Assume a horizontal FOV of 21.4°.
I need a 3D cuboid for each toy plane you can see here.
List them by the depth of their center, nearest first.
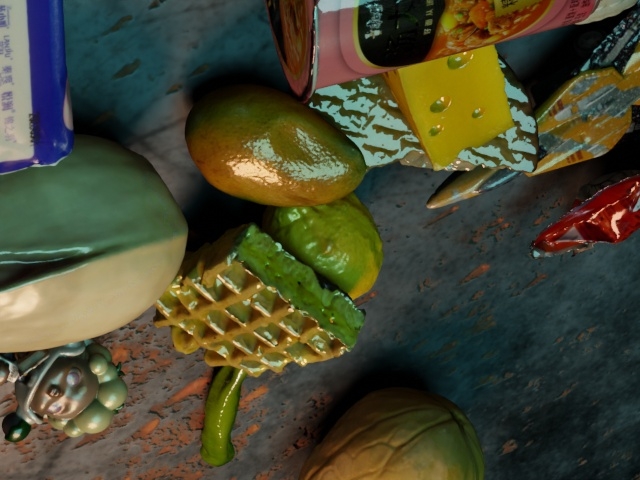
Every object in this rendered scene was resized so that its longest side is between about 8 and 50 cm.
[{"bbox_3d":[0.239,-0.123,1.691,0.316,0.103,0.204,-25,135,3],"label":"toy plane"}]

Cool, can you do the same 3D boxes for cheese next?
[{"bbox_3d":[0.113,-0.146,1.554,0.093,0.126,0.171,-32,129,-3],"label":"cheese"}]

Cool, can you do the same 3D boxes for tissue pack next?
[{"bbox_3d":[-0.303,-0.178,1.315,0.209,0.137,0.270,-14,137,-18],"label":"tissue pack"}]

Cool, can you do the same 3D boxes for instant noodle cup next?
[{"bbox_3d":[0.085,-0.242,1.363,0.255,0.244,0.244,-9,133,-9],"label":"instant noodle cup"}]

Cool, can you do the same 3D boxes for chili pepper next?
[{"bbox_3d":[-0.090,0.161,1.793,0.052,0.050,0.202,-42,161,-52],"label":"chili pepper"}]

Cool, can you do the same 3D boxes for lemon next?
[{"bbox_3d":[0.000,0.000,1.651,0.114,0.114,0.155,-35,136,4],"label":"lemon"}]

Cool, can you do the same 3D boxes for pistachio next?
[{"bbox_3d":[-0.261,0.007,1.462,0.299,0.187,0.187,-11,133,-25],"label":"pistachio"}]

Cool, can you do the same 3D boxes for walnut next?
[{"bbox_3d":[0.077,0.268,1.888,0.225,0.193,0.193,-43,135,12],"label":"walnut"}]

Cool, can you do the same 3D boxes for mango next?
[{"bbox_3d":[-0.046,-0.082,1.552,0.165,0.089,0.115,26,136,-24],"label":"mango"}]

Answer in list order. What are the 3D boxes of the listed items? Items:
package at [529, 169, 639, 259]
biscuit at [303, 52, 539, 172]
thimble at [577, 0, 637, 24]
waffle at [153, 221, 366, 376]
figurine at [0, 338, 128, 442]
[{"bbox_3d":[0.344,-0.057,1.764,0.269,0.071,0.194,-32,174,28],"label":"package"},{"bbox_3d":[0.104,-0.117,1.608,0.228,0.031,0.176,39,93,-19],"label":"biscuit"},{"bbox_3d":[0.253,-0.264,1.562,0.115,0.102,0.090,-27,138,-4],"label":"thimble"},{"bbox_3d":[-0.083,0.066,1.642,0.160,0.055,0.211,39,145,-25],"label":"waffle"},{"bbox_3d":[-0.275,0.126,1.628,0.197,0.093,0.147,21,105,-39],"label":"figurine"}]
